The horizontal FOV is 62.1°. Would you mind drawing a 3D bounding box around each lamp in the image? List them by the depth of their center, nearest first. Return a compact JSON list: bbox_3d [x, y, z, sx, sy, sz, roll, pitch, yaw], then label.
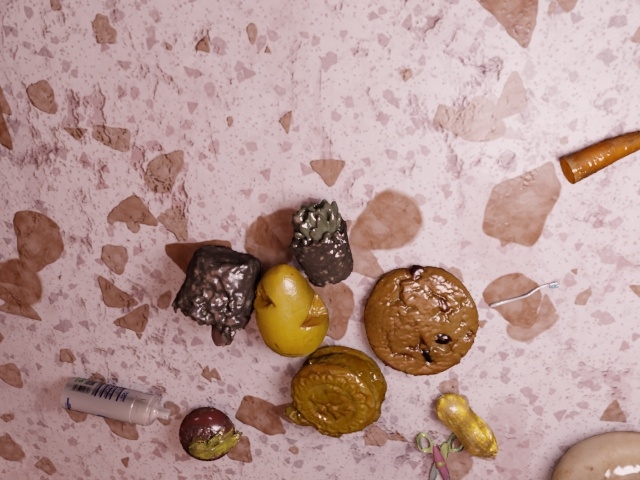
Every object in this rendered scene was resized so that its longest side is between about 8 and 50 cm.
[{"bbox_3d":[-0.317,0.543,1.469,0.156,0.135,0.157,42,113,-7],"label":"lamp"}]

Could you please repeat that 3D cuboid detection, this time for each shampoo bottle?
[{"bbox_3d":[-0.571,0.462,1.505,0.303,0.092,0.092,11,112,4],"label":"shampoo bottle"}]

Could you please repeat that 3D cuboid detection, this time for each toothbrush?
[{"bbox_3d":[0.477,0.127,1.250,0.162,0.014,0.017,-20,87,16],"label":"toothbrush"}]

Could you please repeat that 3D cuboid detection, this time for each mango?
[{"bbox_3d":[-0.073,0.170,1.273,0.167,0.130,0.262,-21,124,3],"label":"mango"}]

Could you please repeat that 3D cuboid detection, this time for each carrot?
[{"bbox_3d":[0.609,-0.185,1.093,0.209,0.061,0.061,-24,105,12],"label":"carrot"}]

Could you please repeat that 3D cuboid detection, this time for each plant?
[{"bbox_3d":[0.000,0.000,1.219,0.129,0.132,0.194,-13,113,10],"label":"plant"},{"bbox_3d":[-0.243,0.131,1.279,0.178,0.204,0.234,18,106,6],"label":"plant"}]

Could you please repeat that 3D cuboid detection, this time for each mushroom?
[{"bbox_3d":[0.734,0.636,1.247,0.362,0.294,0.362,3,109,9],"label":"mushroom"}]

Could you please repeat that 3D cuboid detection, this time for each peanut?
[{"bbox_3d":[0.373,0.473,1.359,0.087,0.087,0.207,-40,98,20],"label":"peanut"}]

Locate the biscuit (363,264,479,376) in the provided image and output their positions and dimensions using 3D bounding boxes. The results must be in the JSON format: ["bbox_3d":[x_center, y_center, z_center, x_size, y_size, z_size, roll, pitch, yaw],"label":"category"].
[{"bbox_3d":[0.240,0.201,1.283,0.296,0.075,0.296,3,110,8],"label":"biscuit"}]

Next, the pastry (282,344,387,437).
[{"bbox_3d":[0.048,0.388,1.366,0.240,0.132,0.235,22,121,8],"label":"pastry"}]

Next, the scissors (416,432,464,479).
[{"bbox_3d":[0.327,0.600,1.448,0.133,0.020,0.187,-1,109,5],"label":"scissors"}]
